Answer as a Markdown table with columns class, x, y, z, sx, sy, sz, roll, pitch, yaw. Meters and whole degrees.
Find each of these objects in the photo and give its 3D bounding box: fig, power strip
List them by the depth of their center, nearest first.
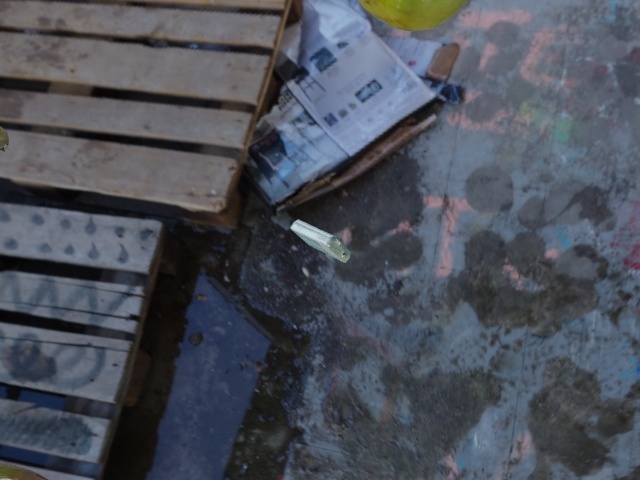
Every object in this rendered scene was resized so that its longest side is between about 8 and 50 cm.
| class | x | y | z | sx | sy | sz | roll | pitch | yaw |
| --- | --- | --- | --- | --- | --- | --- | --- | --- | --- |
| power strip | 0.000 | 0.000 | 0.806 | 0.016 | 0.040 | 0.090 | -54 | 37 | -8 |
| fig | 0.139 | -0.408 | 0.925 | 0.207 | 0.207 | 0.230 | 43 | 98 | 24 |

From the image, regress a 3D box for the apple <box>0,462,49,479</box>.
| class | x | y | z | sx | sy | sz | roll | pitch | yaw |
| --- | --- | --- | --- | --- | --- | --- | --- | --- | --- |
| apple | -0.332 | 0.301 | 0.643 | 0.182 | 0.182 | 0.155 | 41 | 112 | 23 |

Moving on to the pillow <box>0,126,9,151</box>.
| class | x | y | z | sx | sy | sz | roll | pitch | yaw |
| --- | --- | --- | --- | --- | --- | --- | --- | --- | --- |
| pillow | -0.311 | -0.168 | 0.276 | 0.119 | 0.312 | 0.310 | -28 | 73 | 45 |
